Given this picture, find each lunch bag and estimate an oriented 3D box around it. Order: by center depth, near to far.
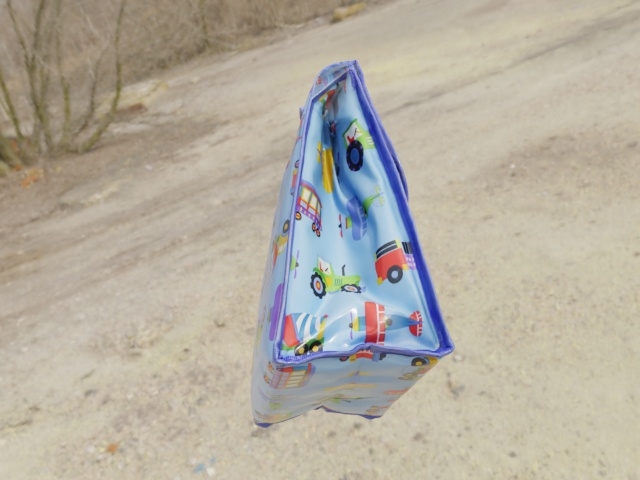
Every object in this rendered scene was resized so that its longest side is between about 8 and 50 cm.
[{"bbox_3d":[0.000,0.000,0.639,0.138,0.293,0.221,-2,-25,-11],"label":"lunch bag"}]
